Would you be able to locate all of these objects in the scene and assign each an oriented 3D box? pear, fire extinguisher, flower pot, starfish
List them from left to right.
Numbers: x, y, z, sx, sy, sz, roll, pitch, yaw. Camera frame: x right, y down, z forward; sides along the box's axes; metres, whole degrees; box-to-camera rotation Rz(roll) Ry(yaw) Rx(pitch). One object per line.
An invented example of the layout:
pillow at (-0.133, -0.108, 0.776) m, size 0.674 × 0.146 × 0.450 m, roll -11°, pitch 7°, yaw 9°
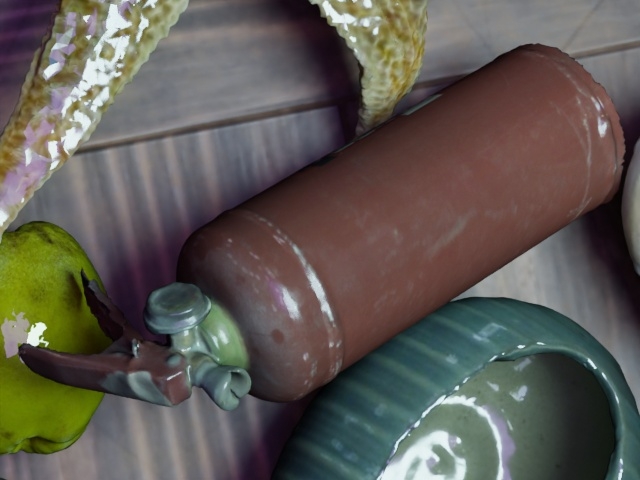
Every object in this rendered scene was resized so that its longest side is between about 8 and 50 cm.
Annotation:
pear at (-0.167, 0.054, 1.022) m, size 0.107 × 0.107 × 0.131 m, roll -11°, pitch 81°, yaw -10°
starfish at (-0.089, -0.213, 1.042) m, size 0.384 × 0.132 × 0.398 m, roll -30°, pitch 89°, yaw -5°
fire extinguisher at (0.000, 0.000, 0.993) m, size 0.337 × 0.147 × 0.106 m, roll -30°, pitch 126°, yaw -30°
flower pot at (0.071, 0.144, 1.027) m, size 0.189 × 0.157 × 0.243 m, roll 42°, pitch 83°, yaw -4°

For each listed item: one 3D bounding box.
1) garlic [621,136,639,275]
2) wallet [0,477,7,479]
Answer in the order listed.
garlic at (0.288, 0.013, 1.067) m, size 0.281 × 0.184 × 0.203 m, roll 33°, pitch 109°, yaw -26°
wallet at (-0.181, 0.185, 1.053) m, size 0.157 × 0.018 × 0.082 m, roll 36°, pitch 83°, yaw -6°
